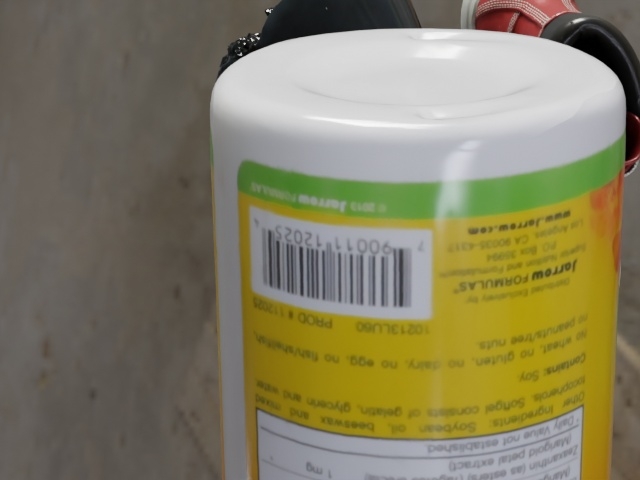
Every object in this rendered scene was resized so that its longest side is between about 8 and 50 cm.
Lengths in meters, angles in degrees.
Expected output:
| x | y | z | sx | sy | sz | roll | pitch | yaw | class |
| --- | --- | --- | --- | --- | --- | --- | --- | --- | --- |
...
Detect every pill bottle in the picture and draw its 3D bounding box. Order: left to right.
| x | y | z | sx | sy | sz | roll | pitch | yaw | class |
| --- | --- | --- | --- | --- | --- | --- | --- | --- | --- |
| 0.033 | 0.059 | 0.631 | 0.136 | 0.136 | 0.245 | 34 | 129 | 58 | pill bottle |

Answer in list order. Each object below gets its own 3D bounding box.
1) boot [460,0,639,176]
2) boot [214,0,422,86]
| x | y | z | sx | sy | sz | roll | pitch | yaw | class |
| --- | --- | --- | --- | --- | --- | --- | --- | --- | --- |
| 0.146 | -0.025 | 1.047 | 0.176 | 0.088 | 0.244 | -120 | 16 | -65 | boot |
| 0.000 | 0.000 | 0.944 | 0.246 | 0.094 | 0.207 | -51 | 52 | 33 | boot |
